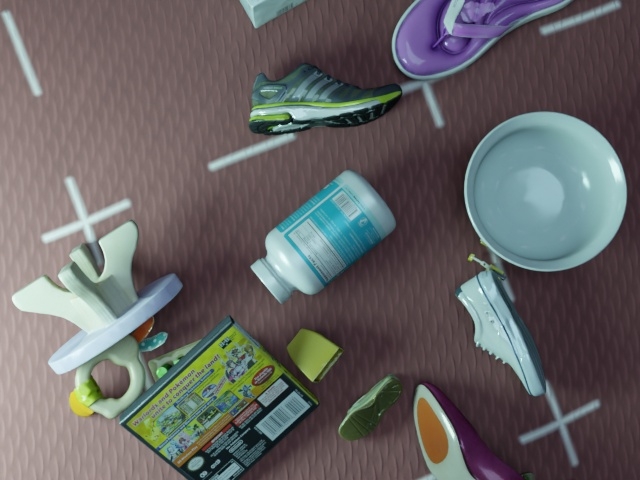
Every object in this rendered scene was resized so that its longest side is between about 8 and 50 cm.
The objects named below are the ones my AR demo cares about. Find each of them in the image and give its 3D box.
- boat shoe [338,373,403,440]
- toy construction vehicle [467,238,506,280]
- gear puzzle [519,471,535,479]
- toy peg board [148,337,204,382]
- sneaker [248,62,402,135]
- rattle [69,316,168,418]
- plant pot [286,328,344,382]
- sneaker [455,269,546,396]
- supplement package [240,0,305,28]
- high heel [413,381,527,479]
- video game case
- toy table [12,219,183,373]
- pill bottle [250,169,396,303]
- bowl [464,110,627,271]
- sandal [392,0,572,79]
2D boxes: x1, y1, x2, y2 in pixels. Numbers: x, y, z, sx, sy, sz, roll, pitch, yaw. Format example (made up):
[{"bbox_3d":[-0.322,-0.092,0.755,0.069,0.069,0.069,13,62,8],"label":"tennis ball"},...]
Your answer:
[{"bbox_3d":[0.094,0.317,1.652,0.056,0.048,0.153,40,93,-11],"label":"boat shoe"},{"bbox_3d":[0.345,0.032,1.676,0.098,0.035,0.086,35,86,1],"label":"toy construction vehicle"},{"bbox_3d":[0.356,0.537,1.639,0.339,0.044,0.175,-11,87,-2],"label":"gear puzzle"},{"bbox_3d":[-0.224,0.272,1.623,0.161,0.079,0.161,-22,87,-2],"label":"toy peg board"},{"bbox_3d":[0.007,-0.282,1.655,0.300,0.111,0.121,-6,82,-4],"label":"sneaker"},{"bbox_3d":[-0.378,0.239,1.629,0.130,0.143,0.200,23,62,3],"label":"rattle"},{"bbox_3d":[-0.016,0.211,1.636,0.083,0.081,0.081,37,86,13],"label":"plant pot"},{"bbox_3d":[0.344,0.184,1.651,0.091,0.094,0.258,-27,88,22],"label":"sneaker"},{"bbox_3d":[-0.129,-0.558,1.652,0.139,0.134,0.244,-29,88,-3],"label":"supplement package"},{"bbox_3d":[0.316,0.421,1.615,0.181,0.127,0.377,-12,66,-32],"label":"high heel"},{"bbox_3d":[-0.181,0.310,1.587,0.275,0.035,0.248,-43,112,2],"label":"video game case"},{"bbox_3d":[-0.405,0.097,1.561,0.274,0.252,0.161,-36,104,-14],"label":"toy table"},{"bbox_3d":[0.000,0.000,1.614,0.264,0.146,0.146,-39,88,-3],"label":"pill bottle"},{"bbox_3d":[0.409,-0.086,1.636,0.298,0.134,0.298,0,86,-1],"label":"bowl"},{"bbox_3d":[0.321,-0.461,1.674,0.416,0.102,0.169,-31,87,-3],"label":"sandal"}]
